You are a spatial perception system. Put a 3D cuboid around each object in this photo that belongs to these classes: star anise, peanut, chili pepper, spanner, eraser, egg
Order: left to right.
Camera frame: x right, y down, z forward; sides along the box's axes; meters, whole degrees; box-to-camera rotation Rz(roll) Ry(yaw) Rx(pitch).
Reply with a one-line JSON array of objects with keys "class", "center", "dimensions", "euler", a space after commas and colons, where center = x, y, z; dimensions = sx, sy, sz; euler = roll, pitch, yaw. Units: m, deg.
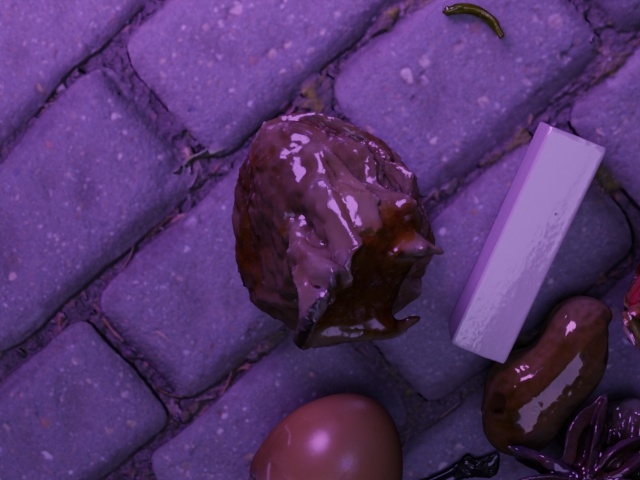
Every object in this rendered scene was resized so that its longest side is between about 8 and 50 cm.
[{"class": "egg", "center": [0.010, 0.315, 1.076], "dimensions": [0.201, 0.201, 0.244], "euler": [32, 92, -2]}, {"class": "spanner", "center": [0.160, 0.349, 1.164], "dimensions": [0.208, 0.012, 0.046], "euler": [-28, 100, 11]}, {"class": "chili pepper", "center": [0.192, -0.277, 1.019], "dimensions": [0.083, 0.017, 0.030], "euler": [19, 104, 4]}, {"class": "eraser", "center": [0.257, 0.003, 1.044], "dimensions": [0.076, 0.078, 0.298], "euler": [22, 103, 0]}, {"class": "peanut", "center": [0.292, 0.174, 1.066], "dimensions": [0.110, 0.120, 0.236], "euler": [26, 99, -34]}, {"class": "star anise", "center": [0.325, 0.308, 0.979], "dimensions": [0.212, 0.073, 0.197], "euler": [-29, 68, 1]}]

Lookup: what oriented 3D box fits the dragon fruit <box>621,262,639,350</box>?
[{"class": "dragon fruit", "center": [0.512, 0.101, 0.969], "dimensions": [0.302, 0.231, 0.237], "euler": [21, 92, -10]}]

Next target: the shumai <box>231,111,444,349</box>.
[{"class": "shumai", "center": [0.000, 0.000, 0.976], "dimensions": [0.267, 0.262, 0.314], "euler": [-24, 98, 9]}]

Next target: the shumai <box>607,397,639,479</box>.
[{"class": "shumai", "center": [0.434, 0.351, 1.083], "dimensions": [0.225, 0.222, 0.261], "euler": [-32, 62, 12]}]
